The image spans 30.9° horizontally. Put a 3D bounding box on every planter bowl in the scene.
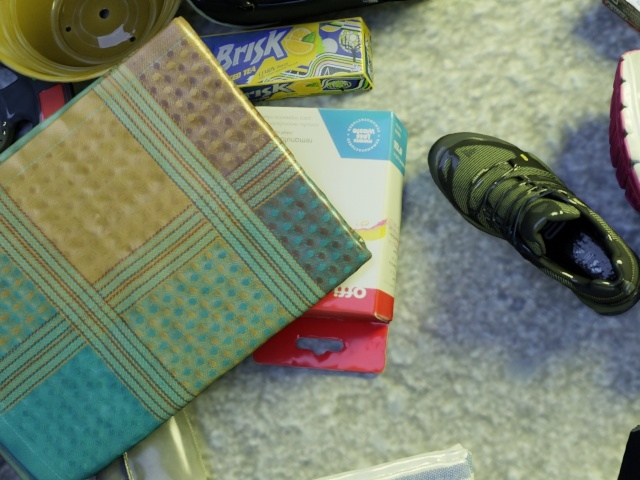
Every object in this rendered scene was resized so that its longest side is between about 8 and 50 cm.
[{"bbox_3d":[-0.225,-0.240,1.140,0.217,0.090,0.217,-2,75,8],"label":"planter bowl"}]

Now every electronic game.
[{"bbox_3d":[-0.355,-0.115,1.177,0.229,0.048,0.229,-3,79,13],"label":"electronic game"}]

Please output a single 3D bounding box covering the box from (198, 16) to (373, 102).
[{"bbox_3d":[-0.037,-0.169,1.106,0.169,0.054,0.059,-5,79,14],"label":"box"}]

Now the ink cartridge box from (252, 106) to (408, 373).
[{"bbox_3d":[0.000,0.000,1.054,0.134,0.078,0.230,3,81,14],"label":"ink cartridge box"}]

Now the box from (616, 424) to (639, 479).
[{"bbox_3d":[0.347,0.334,0.818,0.313,0.179,0.343,17,79,5],"label":"box"}]

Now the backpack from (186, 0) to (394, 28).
[{"bbox_3d":[-0.013,-0.294,1.027,0.254,0.225,0.191,-17,76,4],"label":"backpack"}]

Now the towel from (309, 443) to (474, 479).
[{"bbox_3d":[0.062,0.325,0.957,0.209,0.034,0.284,-8,74,-16],"label":"towel"}]

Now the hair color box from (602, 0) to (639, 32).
[{"bbox_3d":[0.342,-0.254,1.029,0.167,0.053,0.093,-46,75,1],"label":"hair color box"}]

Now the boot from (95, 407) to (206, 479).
[{"bbox_3d":[-0.212,0.156,1.089,0.190,0.076,0.208,-14,84,13],"label":"boot"}]

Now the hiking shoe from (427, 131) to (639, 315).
[{"bbox_3d":[0.185,-0.028,0.995,0.227,0.114,0.086,37,90,17],"label":"hiking shoe"}]

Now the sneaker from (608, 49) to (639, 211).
[{"bbox_3d":[0.320,-0.048,0.981,0.111,0.103,0.252,-19,83,6],"label":"sneaker"}]

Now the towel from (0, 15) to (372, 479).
[{"bbox_3d":[-0.180,0.023,1.001,0.370,0.040,0.271,-38,96,7],"label":"towel"}]
